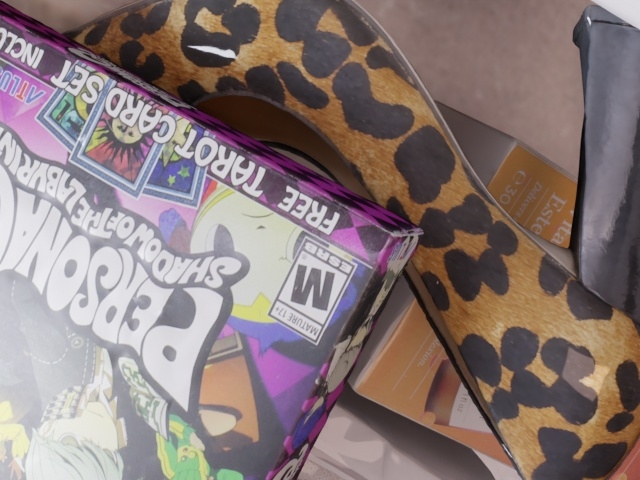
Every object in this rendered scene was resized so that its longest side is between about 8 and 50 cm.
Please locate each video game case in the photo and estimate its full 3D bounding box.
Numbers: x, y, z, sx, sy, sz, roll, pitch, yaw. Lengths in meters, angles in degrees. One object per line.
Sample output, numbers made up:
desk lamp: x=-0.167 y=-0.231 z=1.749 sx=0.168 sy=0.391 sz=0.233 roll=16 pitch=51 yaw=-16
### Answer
video game case: x=-0.110 y=0.034 z=0.396 sx=0.232 sy=0.042 sz=0.210 roll=30 pitch=102 yaw=16

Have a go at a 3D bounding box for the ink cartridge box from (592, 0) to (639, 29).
ink cartridge box: x=0.223 y=-0.234 z=0.348 sx=0.353 sy=0.119 sz=0.207 roll=-40 pitch=152 yaw=-22

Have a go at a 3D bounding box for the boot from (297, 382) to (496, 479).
boot: x=-0.048 y=0.100 z=0.499 sx=0.258 sy=0.095 sz=0.123 roll=30 pitch=103 yaw=-17

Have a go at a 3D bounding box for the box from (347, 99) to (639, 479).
box: x=0.100 y=0.034 z=0.516 sx=0.170 sy=0.091 sz=0.130 roll=28 pitch=97 yaw=-24

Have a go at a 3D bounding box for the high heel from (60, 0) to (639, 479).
high heel: x=0.000 y=0.000 z=0.409 sx=0.261 sy=0.093 sz=0.186 roll=6 pitch=85 yaw=14
